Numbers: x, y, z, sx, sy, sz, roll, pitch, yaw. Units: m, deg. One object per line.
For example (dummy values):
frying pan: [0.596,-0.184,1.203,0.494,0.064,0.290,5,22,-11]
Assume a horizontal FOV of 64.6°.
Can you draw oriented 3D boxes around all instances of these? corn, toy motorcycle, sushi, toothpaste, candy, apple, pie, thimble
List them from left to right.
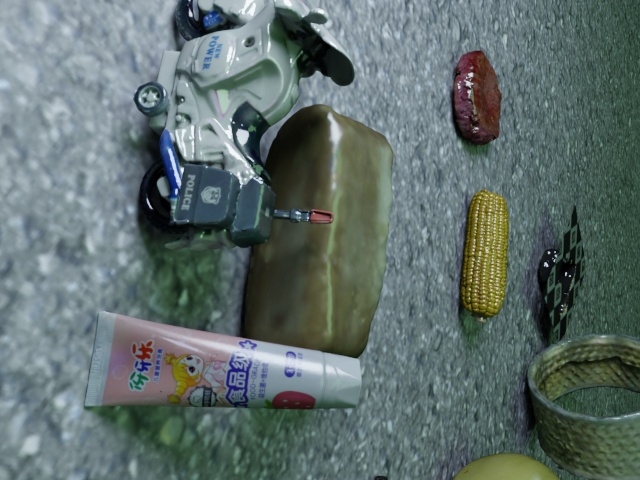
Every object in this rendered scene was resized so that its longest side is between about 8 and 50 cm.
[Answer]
toothpaste: [-0.068,0.096,0.376,0.194,0.043,0.067,8,85,-10]
toy motorcycle: [-0.054,-0.096,0.380,0.102,0.150,0.221,56,43,-79]
candy: [0.000,0.000,0.468,0.104,0.102,0.234,12,79,-49]
pie: [0.251,-0.222,0.797,0.153,0.038,0.154,-1,91,-51]
corn: [0.254,0.023,0.783,0.068,0.068,0.208,20,72,-47]
apple: [0.266,0.398,0.715,0.200,0.199,0.200,-1,91,-49]
sushi: [0.505,0.079,1.085,0.231,0.047,0.220,-57,134,-26]
thimble: [0.543,0.308,0.964,0.270,0.270,0.150,-36,114,-42]

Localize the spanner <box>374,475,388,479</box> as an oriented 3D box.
spanner: [0.032,0.293,0.573,0.208,0.012,0.046,24,74,-46]
